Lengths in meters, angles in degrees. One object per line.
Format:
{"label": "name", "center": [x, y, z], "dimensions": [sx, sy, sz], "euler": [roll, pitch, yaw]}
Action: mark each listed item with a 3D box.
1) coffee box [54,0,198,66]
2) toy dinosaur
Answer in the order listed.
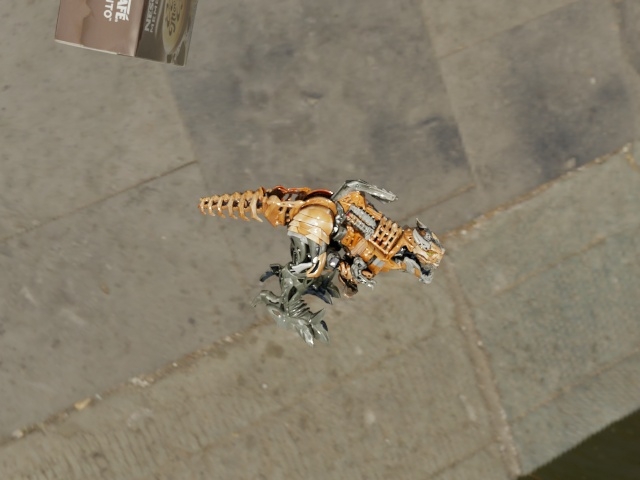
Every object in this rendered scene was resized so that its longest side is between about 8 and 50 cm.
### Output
{"label": "coffee box", "center": [-0.270, -0.351, 1.525], "dimensions": [0.119, 0.297, 0.168], "euler": [13, 99, 5]}
{"label": "toy dinosaur", "center": [0.000, 0.000, 1.440], "dimensions": [0.164, 0.322, 0.218], "euler": [-32, 144, -55]}
